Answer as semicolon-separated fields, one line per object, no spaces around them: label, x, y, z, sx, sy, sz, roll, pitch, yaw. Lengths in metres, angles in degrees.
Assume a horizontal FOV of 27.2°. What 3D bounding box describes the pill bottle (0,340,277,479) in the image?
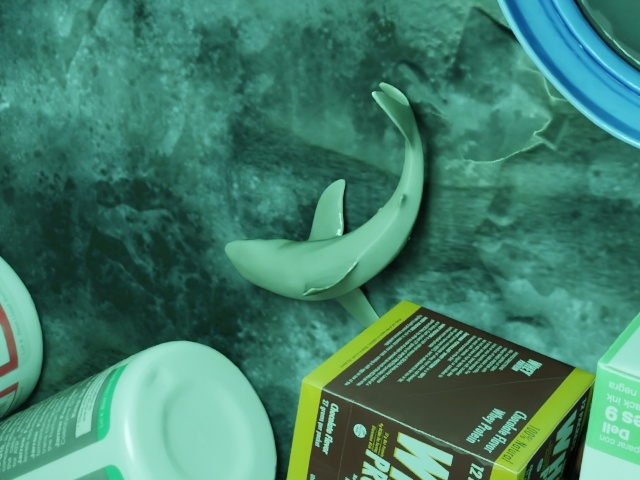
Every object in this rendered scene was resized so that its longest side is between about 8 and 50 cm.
pill bottle;-0.237;0.252;1.365;0.361;0.204;0.204;-26;93;36

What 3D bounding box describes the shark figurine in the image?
shark figurine;0.024;-0.001;1.168;0.166;0.116;0.278;48;127;6

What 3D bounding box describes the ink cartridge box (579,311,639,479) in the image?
ink cartridge box;0.279;0.198;1.021;0.121;0.211;0.289;16;115;26

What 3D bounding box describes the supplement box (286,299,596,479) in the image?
supplement box;0.104;0.171;1.132;0.194;0.191;0.129;21;118;23

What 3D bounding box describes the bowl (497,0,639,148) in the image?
bowl;0.302;-0.245;0.925;0.391;0.077;0.391;11;113;28

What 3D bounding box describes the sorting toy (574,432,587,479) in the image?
sorting toy;0.239;0.214;1.146;0.042;0.061;0.102;18;117;20

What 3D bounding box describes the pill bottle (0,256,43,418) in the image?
pill bottle;-0.500;0.154;1.365;0.229;0.408;0.229;11;113;28
